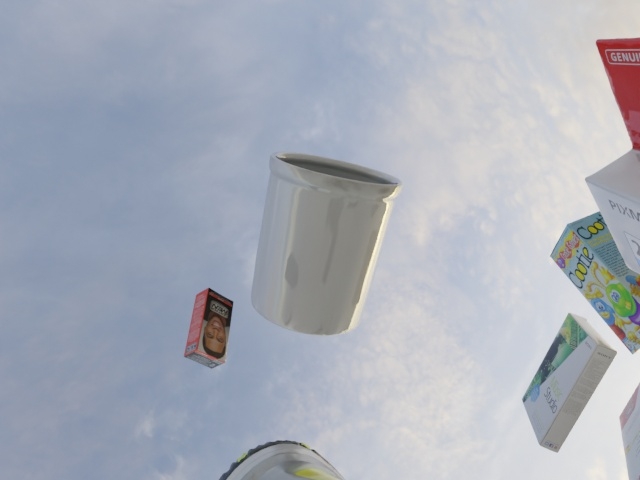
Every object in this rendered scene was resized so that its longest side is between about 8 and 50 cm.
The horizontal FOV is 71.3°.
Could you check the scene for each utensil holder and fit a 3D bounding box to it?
[{"bbox_3d":[0.000,0.000,1.133,0.328,0.327,0.385,5,-72,-27],"label":"utensil holder"}]

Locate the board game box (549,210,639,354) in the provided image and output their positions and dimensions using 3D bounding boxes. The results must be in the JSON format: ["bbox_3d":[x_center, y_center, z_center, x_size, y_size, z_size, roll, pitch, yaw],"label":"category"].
[{"bbox_3d":[0.667,0.078,0.974,0.145,0.142,0.275,-21,-124,-5],"label":"board game box"}]

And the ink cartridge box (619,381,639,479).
[{"bbox_3d":[0.407,0.217,0.501,0.175,0.072,0.127,-24,-47,-58],"label":"ink cartridge box"}]

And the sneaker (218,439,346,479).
[{"bbox_3d":[0.076,0.302,0.294,0.385,0.147,0.145,44,-112,-9],"label":"sneaker"}]

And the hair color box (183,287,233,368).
[{"bbox_3d":[-0.218,0.172,0.883,0.072,0.043,0.141,38,-145,-37],"label":"hair color box"}]

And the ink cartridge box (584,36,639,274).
[{"bbox_3d":[0.323,-0.024,0.342,0.066,0.296,0.261,-34,-69,9],"label":"ink cartridge box"}]

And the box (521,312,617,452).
[{"bbox_3d":[0.676,0.384,1.242,0.059,0.232,0.321,23,-75,7],"label":"box"}]
